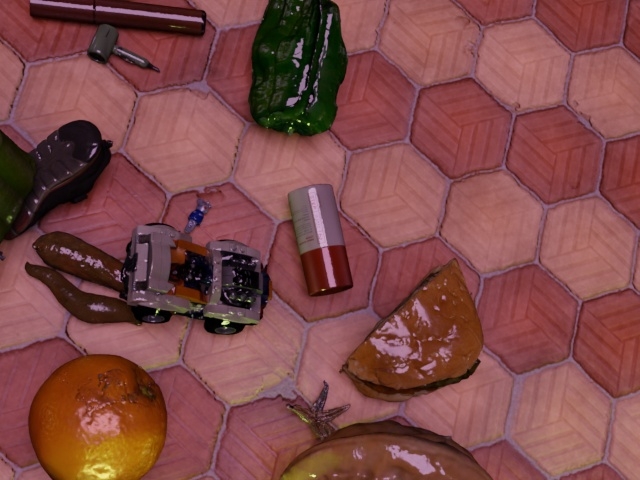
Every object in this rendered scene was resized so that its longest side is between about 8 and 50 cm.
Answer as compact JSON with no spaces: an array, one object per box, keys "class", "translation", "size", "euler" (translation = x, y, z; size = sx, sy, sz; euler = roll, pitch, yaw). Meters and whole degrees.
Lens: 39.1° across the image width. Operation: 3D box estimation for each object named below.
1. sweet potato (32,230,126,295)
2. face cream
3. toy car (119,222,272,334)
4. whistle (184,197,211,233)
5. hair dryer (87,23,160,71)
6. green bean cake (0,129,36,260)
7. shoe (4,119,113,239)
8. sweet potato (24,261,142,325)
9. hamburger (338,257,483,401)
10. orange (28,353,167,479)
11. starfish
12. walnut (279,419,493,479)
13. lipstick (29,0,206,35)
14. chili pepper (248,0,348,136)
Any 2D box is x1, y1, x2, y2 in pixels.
[{"class":"sweet potato","translation":[-0.421,0.058,1.741],"size":[0.273,0.075,0.075],"euler":[28,72,-8]},{"class":"face cream","translation":[0.000,0.000,1.832],"size":[0.096,0.096,0.214],"euler":[-9,79,-14]},{"class":"toy car","translation":[-0.230,0.069,1.728],"size":[0.301,0.118,0.193],"euler":[13,63,-27]},{"class":"whistle","translation":[-0.251,-0.050,1.823],"size":[0.033,0.029,0.083],"euler":[27,62,4]},{"class":"hair dryer","translation":[-0.400,-0.385,1.868],"size":[0.150,0.047,0.071],"euler":[23,72,-13]},{"class":"green bean cake","translation":[-0.701,-0.079,1.605],"size":[0.335,0.218,0.319],"euler":[23,75,16]},{"class":"shoe","translation":[-0.515,-0.116,1.734],"size":[0.291,0.137,0.114],"euler":[-39,79,9]},{"class":"sweet potato","translation":[-0.461,0.113,1.725],"size":[0.250,0.059,0.069],"euler":[24,56,-1]},{"class":"hamburger","translation":[0.221,0.204,1.798],"size":[0.209,0.162,0.330],"euler":[45,67,2]},{"class":"orange","translation":[-0.392,0.323,1.596],"size":[0.246,0.246,0.246],"euler":[3,76,-12]},{"class":"starfish","translation":[-0.011,0.341,1.775],"size":[0.130,0.041,0.133],"euler":[19,65,-13]},{"class":"walnut","translation":[0.129,0.496,1.617],"size":[0.384,0.383,0.383],"euler":[3,76,-12]},{"class":"lipstick","translation":[-0.417,-0.472,1.875],"size":[0.357,0.057,0.057],"euler":[4,76,-12]},{"class":"chili pepper","translation":[-0.034,-0.395,1.883],"size":[0.167,0.213,0.384],"euler":[20,72,-52]}]
